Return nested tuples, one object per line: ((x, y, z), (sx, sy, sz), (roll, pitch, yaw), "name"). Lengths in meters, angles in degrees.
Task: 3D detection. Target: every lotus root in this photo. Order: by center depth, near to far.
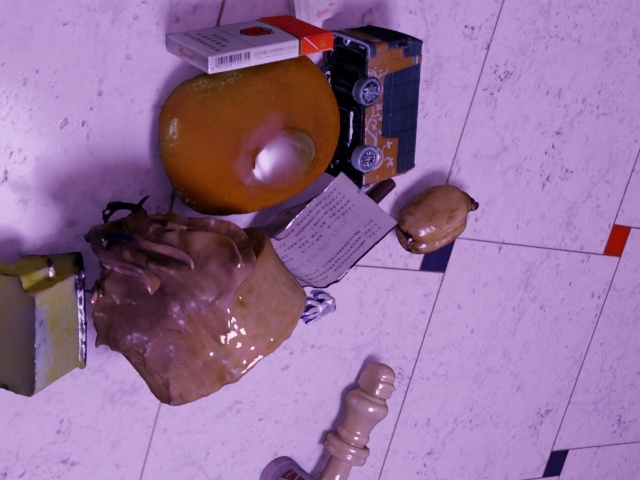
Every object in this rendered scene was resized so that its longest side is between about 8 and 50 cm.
((0.245, -0.051, 2.076), (0.221, 0.118, 0.125), (-33, 159, -27), "lotus root")

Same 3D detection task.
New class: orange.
((-0.110, -0.182, 1.694), (0.334, 0.196, 0.263), (-22, 110, -16), "orange")

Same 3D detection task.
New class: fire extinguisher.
((0.091, -0.057, 1.994), (0.173, 0.035, 0.049), (-44, 99, -15), "fire extinguisher")

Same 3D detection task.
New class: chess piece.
((0.061, 0.449, 2.159), (0.117, 0.117, 0.397), (22, 93, -43), "chess piece")

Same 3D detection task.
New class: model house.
((-0.455, 0.112, 1.586), (0.211, 0.170, 0.194), (-29, 124, -62), "model house")

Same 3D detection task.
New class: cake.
((-0.229, 0.059, 1.620), (0.332, 0.332, 0.321), (-40, 110, -18), "cake")

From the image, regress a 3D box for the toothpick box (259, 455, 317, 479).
((-0.048, 0.527, 2.074), (0.098, 0.149, 0.098), (-17, 119, -33), "toothpick box")

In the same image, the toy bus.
((0.093, -0.254, 1.843), (0.167, 0.138, 0.275), (-19, 122, -34), "toy bus")

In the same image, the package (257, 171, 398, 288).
((0.000, 0.000, 1.870), (0.251, 0.062, 0.204), (-35, 138, 18), "package")

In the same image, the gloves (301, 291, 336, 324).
((-0.008, 0.133, 2.013), (0.086, 0.026, 0.064), (-22, 121, -25), "gloves")

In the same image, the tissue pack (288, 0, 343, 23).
((-0.007, -0.416, 1.763), (0.108, 0.023, 0.056), (-23, 122, -30), "tissue pack")

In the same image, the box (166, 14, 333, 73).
((-0.114, -0.326, 1.640), (0.245, 0.139, 0.035), (-18, 123, -31), "box")
